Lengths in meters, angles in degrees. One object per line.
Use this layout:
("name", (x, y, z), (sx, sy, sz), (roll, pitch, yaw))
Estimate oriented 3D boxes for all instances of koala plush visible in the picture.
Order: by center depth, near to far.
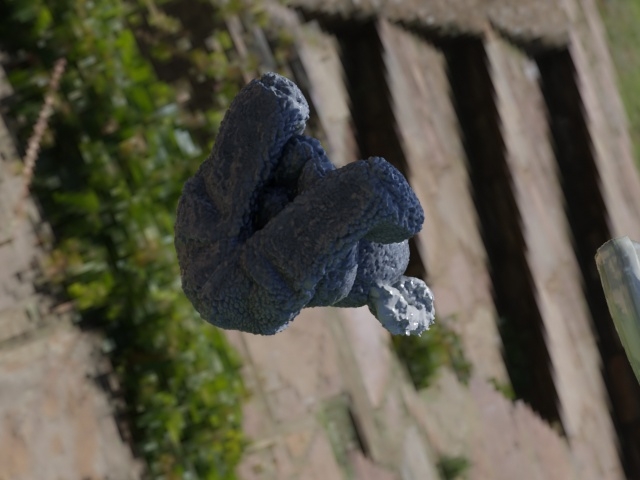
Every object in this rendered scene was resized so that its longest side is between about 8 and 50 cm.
("koala plush", (0.000, 0.000, 1.526), (0.196, 0.203, 0.221), (42, 11, 30))

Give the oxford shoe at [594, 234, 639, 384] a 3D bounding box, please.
("oxford shoe", (0.351, 0.122, 1.397), (0.449, 0.130, 0.169), (43, 31, -39))
